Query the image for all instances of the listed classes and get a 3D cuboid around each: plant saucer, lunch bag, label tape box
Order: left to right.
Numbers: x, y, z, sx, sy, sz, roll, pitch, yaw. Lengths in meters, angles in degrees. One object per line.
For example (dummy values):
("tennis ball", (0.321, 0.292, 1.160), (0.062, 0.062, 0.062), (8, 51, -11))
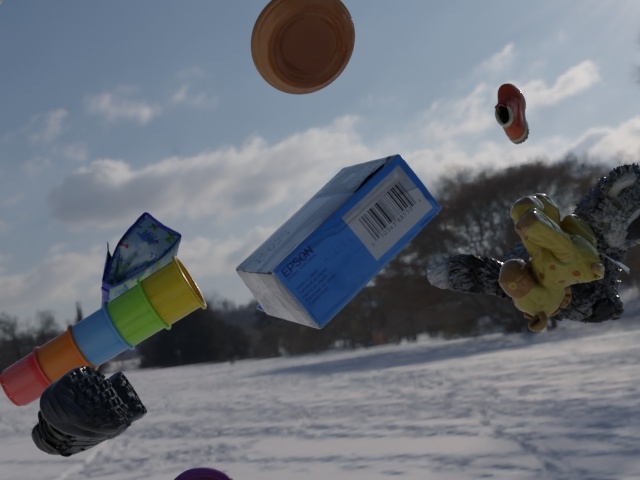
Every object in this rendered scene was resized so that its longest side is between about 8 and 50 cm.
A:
("lunch bag", (-0.309, 0.050, 1.390), (0.096, 0.151, 0.129), (31, -34, 5))
("plant saucer", (-0.027, -0.356, 1.529), (0.199, 0.200, 0.037), (-5, 31, -21))
("label tape box", (0.000, 0.000, 1.302), (0.249, 0.115, 0.347), (-44, 14, -14))

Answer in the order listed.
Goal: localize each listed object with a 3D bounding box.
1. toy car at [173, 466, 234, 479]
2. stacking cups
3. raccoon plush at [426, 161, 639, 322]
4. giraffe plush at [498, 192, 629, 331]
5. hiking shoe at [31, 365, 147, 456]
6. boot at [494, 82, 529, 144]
("toy car", (-0.105, 0.291, 0.824), (0.159, 0.136, 0.182), (-24, 6, -16))
("stacking cups", (-0.329, 0.142, 1.263), (0.316, 0.096, 0.096), (-31, -6, -5))
("raccoon plush", (0.436, -0.017, 1.635), (0.446, 0.299, 0.216), (6, 13, 8))
("giraffe plush", (0.373, 0.048, 1.405), (0.171, 0.210, 0.181), (-56, -18, 26))
("hiking shoe", (-0.270, 0.204, 0.937), (0.114, 0.086, 0.227), (-37, -12, -3))
("boot", (0.414, -0.297, 1.865), (0.059, 0.158, 0.084), (-28, -39, 31))
